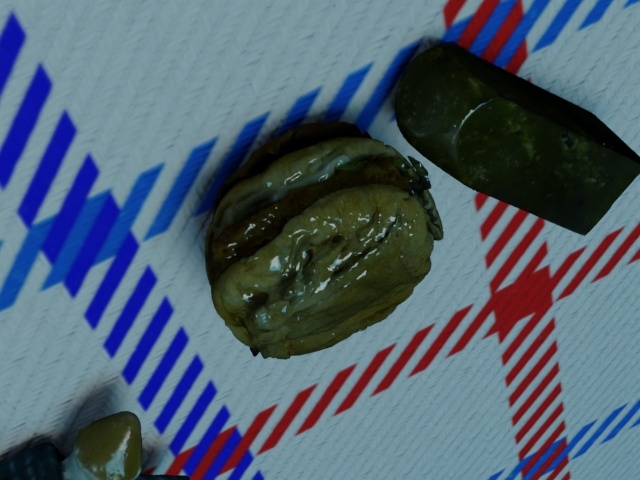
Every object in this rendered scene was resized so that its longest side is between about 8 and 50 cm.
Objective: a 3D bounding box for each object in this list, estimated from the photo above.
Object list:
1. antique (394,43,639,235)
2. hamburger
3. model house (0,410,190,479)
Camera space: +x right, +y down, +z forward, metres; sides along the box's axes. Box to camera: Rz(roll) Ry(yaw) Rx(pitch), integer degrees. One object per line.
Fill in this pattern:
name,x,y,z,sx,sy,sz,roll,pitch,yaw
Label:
antique,0.148,-0.080,0.886,0.221,0.081,0.080,17,118,-41
hamburger,0.000,0.000,0.859,0.183,0.130,0.206,-28,158,-2
model house,-0.207,0.267,0.946,0.253,0.184,0.291,8,121,-32
